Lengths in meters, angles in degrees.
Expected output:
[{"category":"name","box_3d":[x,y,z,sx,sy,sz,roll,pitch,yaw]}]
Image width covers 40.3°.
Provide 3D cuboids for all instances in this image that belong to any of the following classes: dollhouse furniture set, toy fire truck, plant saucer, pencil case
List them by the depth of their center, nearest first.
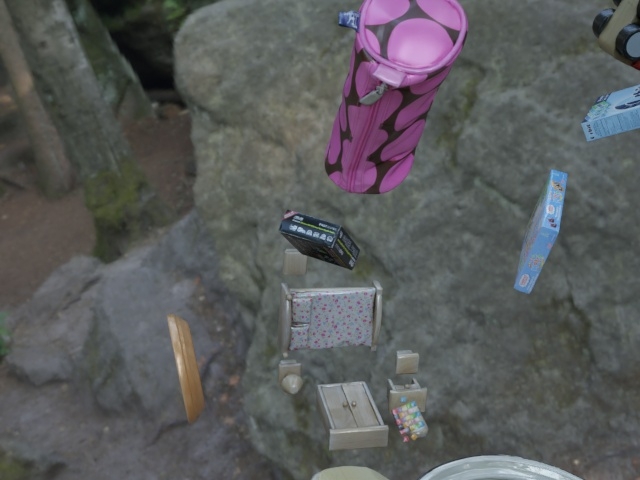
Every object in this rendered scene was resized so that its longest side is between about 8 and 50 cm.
[{"category":"pencil case","box_3d":[0.052,-0.112,0.722,0.095,0.209,0.098,14,64,2]},{"category":"toy fire truck","box_3d":[0.627,-0.365,1.464,0.246,0.217,0.158,19,24,-22]},{"category":"plant saucer","box_3d":[-0.241,0.228,1.574,0.037,0.200,0.200,-12,18,-10]},{"category":"dollhouse furniture set","box_3d":[0.081,0.203,1.674,0.303,0.356,0.174,-2,23,-11]}]

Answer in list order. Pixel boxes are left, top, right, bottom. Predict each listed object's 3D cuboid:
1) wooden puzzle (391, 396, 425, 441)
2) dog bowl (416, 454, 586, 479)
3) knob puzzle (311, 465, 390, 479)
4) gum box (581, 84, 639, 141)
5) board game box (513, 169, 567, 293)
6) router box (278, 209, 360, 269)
[{"category":"wooden puzzle","box_3d":[0.165,0.334,1.639,0.049,0.083,0.006,-19,-12,-13]},{"category":"dog bowl","box_3d":[0.273,0.494,1.176,0.407,0.150,0.408,8,36,-6]},{"category":"knob puzzle","box_3d":[0.047,0.278,0.740,0.030,0.213,0.213,-33,12,26]},{"category":"gum box","box_3d":[0.582,-0.245,1.582,0.184,0.041,0.157,-13,19,34]},{"category":"board game box","box_3d":[0.435,-0.020,1.722,0.039,0.160,0.211,19,38,6]},{"category":"router box","box_3d":[0.000,0.000,1.329,0.092,0.122,0.038,18,78,21]}]
